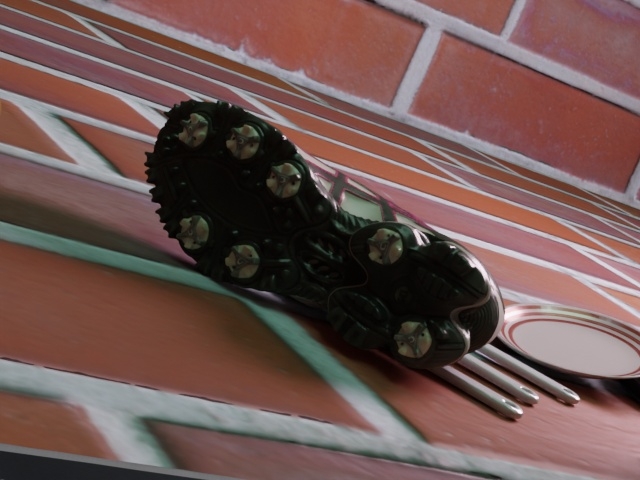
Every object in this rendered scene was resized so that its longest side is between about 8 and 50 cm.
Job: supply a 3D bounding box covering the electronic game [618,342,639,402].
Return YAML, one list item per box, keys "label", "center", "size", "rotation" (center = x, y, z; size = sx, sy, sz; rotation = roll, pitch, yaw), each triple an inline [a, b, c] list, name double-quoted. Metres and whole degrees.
- label: "electronic game"
  center: [0.347, 0.133, 1.103]
  size: [0.229, 0.048, 0.229]
  rotation: [16, 17, -5]

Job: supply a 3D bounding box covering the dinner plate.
- label: "dinner plate"
  center: [0.202, 0.083, 1.068]
  size: [0.141, 0.017, 0.141]
  rotation: [7, 18, -2]

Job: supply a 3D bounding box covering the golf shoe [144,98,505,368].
- label: "golf shoe"
  center: [0.000, 0.000, 0.906]
  size: [0.273, 0.105, 0.120]
  rotation: [34, 10, 22]

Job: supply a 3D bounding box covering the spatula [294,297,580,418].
- label: "spatula"
  center: [0.065, 0.057, 0.962]
  size: [0.242, 0.019, 0.168]
  rotation: [28, 11, 27]

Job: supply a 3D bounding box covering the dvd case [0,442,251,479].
- label: "dvd case"
  center: [-0.022, 0.122, 0.413]
  size: [0.239, 0.029, 0.179]
  rotation: [16, 12, -36]
